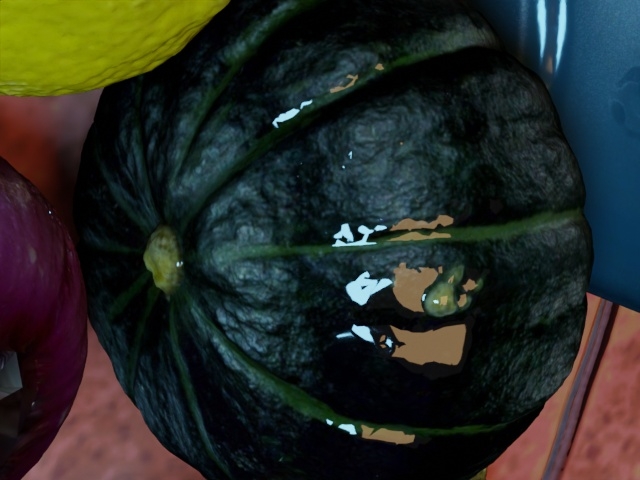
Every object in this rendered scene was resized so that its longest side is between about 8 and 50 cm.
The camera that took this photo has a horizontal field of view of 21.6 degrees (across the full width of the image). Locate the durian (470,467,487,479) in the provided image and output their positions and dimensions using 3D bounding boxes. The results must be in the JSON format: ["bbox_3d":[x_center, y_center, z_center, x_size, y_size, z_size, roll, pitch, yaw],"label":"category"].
[{"bbox_3d":[0.012,0.140,0.809,0.224,0.078,0.140,0,109,-37],"label":"durian"}]

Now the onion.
[{"bbox_3d":[-0.166,0.041,0.596,0.177,0.153,0.177,-47,170,-11],"label":"onion"}]

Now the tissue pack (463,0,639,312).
[{"bbox_3d":[0.185,-0.066,0.709,0.206,0.287,0.198,-14,116,-44],"label":"tissue pack"}]

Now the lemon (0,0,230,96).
[{"bbox_3d":[-0.108,-0.138,0.539,0.203,0.178,0.178,23,96,-39],"label":"lemon"}]

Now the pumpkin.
[{"bbox_3d":[0.000,0.000,0.651,0.162,0.220,0.220,-6,113,-42],"label":"pumpkin"}]
